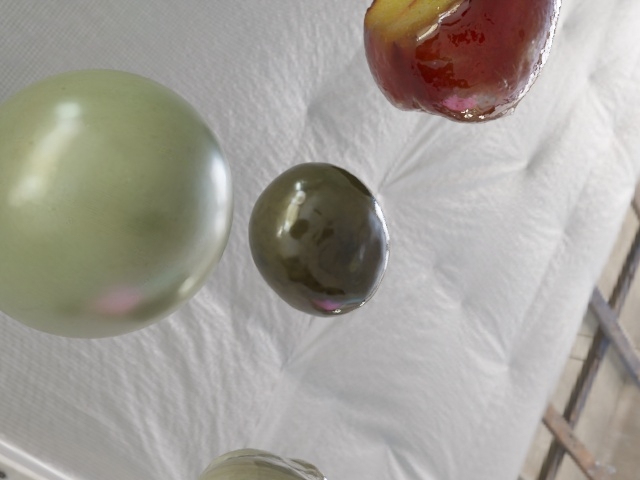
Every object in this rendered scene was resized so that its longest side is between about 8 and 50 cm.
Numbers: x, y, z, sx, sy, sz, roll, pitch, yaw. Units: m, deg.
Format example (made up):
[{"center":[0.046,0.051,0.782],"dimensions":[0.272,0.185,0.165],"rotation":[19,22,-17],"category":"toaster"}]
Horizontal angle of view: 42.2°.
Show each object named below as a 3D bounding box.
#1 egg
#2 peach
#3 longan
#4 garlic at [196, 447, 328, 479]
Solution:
[{"center":[-0.169,-0.021,0.606],"dimensions":[0.189,0.254,0.188],"rotation":[13,-112,-34],"category":"egg"},{"center":[0.213,-0.336,1.176],"dimensions":[0.281,0.281,0.338],"rotation":[1,-72,-47],"category":"peach"},{"center":[0.000,0.000,0.986],"dimensions":[0.167,0.167,0.187],"rotation":[-23,-89,-43],"category":"longan"},{"center":[-0.031,0.296,0.765],"dimensions":[0.152,0.228,0.228],"rotation":[-37,-44,17],"category":"garlic"}]
